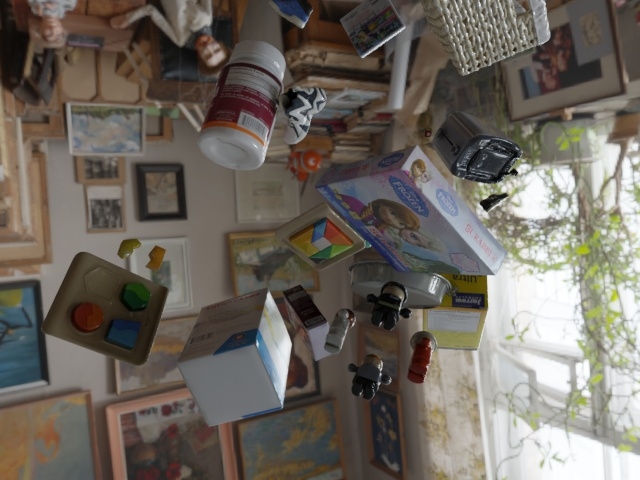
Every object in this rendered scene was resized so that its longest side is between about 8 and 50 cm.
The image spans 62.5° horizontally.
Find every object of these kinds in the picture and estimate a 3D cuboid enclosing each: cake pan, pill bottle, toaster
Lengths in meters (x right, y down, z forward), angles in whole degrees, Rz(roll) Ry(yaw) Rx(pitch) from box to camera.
[{"bbox_3d":[0.214,0.131,1.477,0.293,0.054,0.293,11,161,4],"label":"cake pan"},{"bbox_3d":[-0.250,-0.453,1.756,0.224,0.392,0.224,11,158,4],"label":"pill bottle"},{"bbox_3d":[0.389,-0.232,1.316,0.227,0.129,0.146,4,-139,-32],"label":"toaster"}]

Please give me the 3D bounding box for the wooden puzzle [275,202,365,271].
[{"bbox_3d":[0.000,0.000,1.776,0.221,0.044,0.238,-28,128,25],"label":"wooden puzzle"}]

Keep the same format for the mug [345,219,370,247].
[{"bbox_3d":[0.178,-0.068,2.031,0.129,0.158,0.097,-39,178,-18],"label":"mug"}]

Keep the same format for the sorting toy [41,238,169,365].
[{"bbox_3d":[-0.465,0.112,1.213,0.229,0.307,0.041,27,138,-25],"label":"sorting toy"}]

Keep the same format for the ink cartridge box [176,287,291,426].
[{"bbox_3d":[-0.174,0.243,1.142,0.171,0.168,0.233,-17,-159,9],"label":"ink cartridge box"}]

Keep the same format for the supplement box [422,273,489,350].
[{"bbox_3d":[0.438,0.209,1.749,0.194,0.195,0.356,2,149,11],"label":"supplement box"}]

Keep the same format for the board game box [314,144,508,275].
[{"bbox_3d":[0.185,-0.048,1.146,0.318,0.066,0.318,43,158,-22],"label":"board game box"}]

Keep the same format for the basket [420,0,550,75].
[{"bbox_3d":[0.430,-0.697,1.470,0.266,0.331,0.328,-26,136,14],"label":"basket"}]

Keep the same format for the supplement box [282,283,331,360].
[{"bbox_3d":[-0.042,0.260,1.701,0.073,0.130,0.239,-20,-150,-14],"label":"supplement box"}]

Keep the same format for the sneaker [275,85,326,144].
[{"bbox_3d":[-0.101,-0.423,1.756,0.153,0.094,0.235,6,147,-36],"label":"sneaker"}]

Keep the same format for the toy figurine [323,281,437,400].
[{"bbox_3d":[0.130,0.218,1.154,0.209,0.213,0.148,-30,-170,26],"label":"toy figurine"}]

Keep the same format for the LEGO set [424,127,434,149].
[{"bbox_3d":[0.412,-0.298,1.536,0.182,0.060,0.244,-17,-145,-20],"label":"LEGO set"}]

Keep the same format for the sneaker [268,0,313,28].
[{"bbox_3d":[-0.087,-0.727,1.629,0.152,0.085,0.058,41,-168,25],"label":"sneaker"}]

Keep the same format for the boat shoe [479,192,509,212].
[{"bbox_3d":[0.537,-0.126,1.622,0.133,0.042,0.049,-25,161,-39],"label":"boat shoe"}]

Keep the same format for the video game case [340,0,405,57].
[{"bbox_3d":[0.201,-0.842,2.049,0.201,0.183,0.023,-30,170,19],"label":"video game case"}]
